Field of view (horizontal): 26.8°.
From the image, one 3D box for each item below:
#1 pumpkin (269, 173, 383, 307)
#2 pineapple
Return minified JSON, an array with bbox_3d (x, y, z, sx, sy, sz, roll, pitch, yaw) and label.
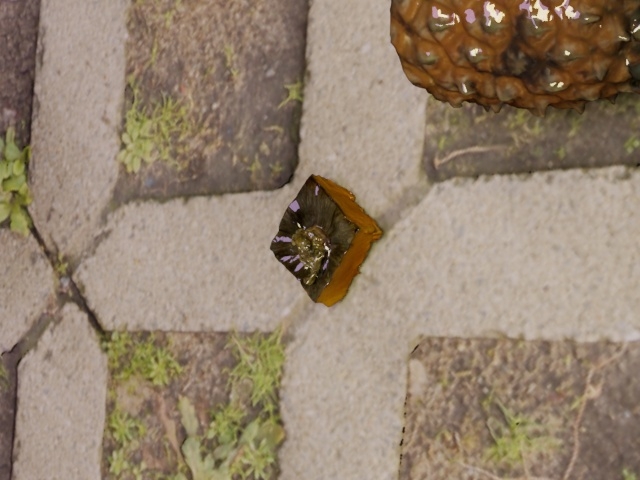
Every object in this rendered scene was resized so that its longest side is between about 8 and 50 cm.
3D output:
[{"bbox_3d":[0.000,0.000,1.080,0.074,0.054,0.083,45,119,32],"label":"pumpkin"},{"bbox_3d":[0.215,-0.149,0.881,0.340,0.169,0.169,11,96,27],"label":"pineapple"}]
